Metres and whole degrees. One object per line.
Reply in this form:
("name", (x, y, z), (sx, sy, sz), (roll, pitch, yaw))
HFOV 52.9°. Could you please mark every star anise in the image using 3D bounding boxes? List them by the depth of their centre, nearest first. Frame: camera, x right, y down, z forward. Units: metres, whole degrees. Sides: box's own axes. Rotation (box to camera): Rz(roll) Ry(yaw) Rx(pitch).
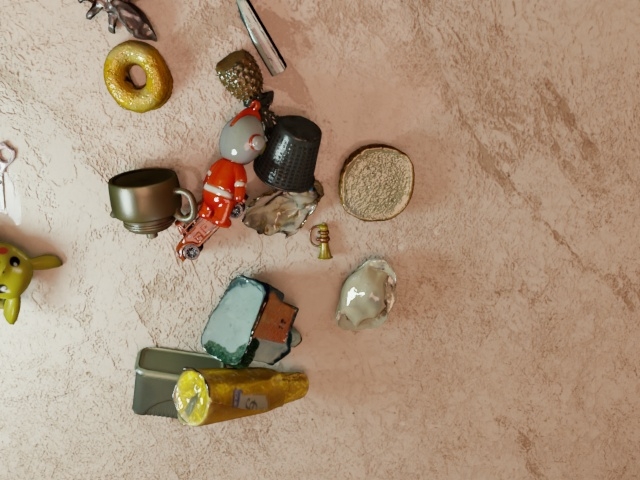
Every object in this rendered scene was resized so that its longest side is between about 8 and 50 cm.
("star anise", (-0.509, -0.625, 1.583), (0.199, 0.110, 0.257), (0, 115, -8))

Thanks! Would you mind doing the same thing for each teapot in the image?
("teapot", (-0.451, -0.089, 1.724), (0.268, 0.185, 0.175), (4, 116, 17))

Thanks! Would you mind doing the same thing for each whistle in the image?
("whistle", (0.003, 0.000, 1.907), (0.046, 0.057, 0.109), (-20, 106, -48))

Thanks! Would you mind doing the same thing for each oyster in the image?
("oyster", (-0.109, -0.099, 1.804), (0.214, 0.083, 0.223), (-47, 145, 16))

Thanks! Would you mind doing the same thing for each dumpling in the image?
("dumpling", (0.143, 0.168, 1.925), (0.162, 0.132, 0.250), (26, 103, -12))

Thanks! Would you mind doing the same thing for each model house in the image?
("model house", (-0.167, 0.266, 1.915), (0.291, 0.184, 0.253), (31, 79, -47))

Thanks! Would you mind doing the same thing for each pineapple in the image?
("pineapple", (-0.178, -0.379, 1.720), (0.125, 0.125, 0.251), (-33, 120, 4))

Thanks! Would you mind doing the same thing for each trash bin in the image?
("trash bin", (-0.077, -0.239, 1.705), (0.176, 0.175, 0.161), (13, 129, -12))

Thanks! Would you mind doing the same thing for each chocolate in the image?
("chocolate", (-0.202, 0.428, 1.868), (0.445, 0.162, 0.162), (6, 112, -47))

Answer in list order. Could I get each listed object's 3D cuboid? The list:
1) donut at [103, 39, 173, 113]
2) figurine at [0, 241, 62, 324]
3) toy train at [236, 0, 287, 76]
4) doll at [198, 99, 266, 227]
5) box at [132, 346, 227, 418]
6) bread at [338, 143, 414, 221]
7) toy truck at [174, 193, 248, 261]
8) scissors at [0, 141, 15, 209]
("donut", (-0.476, -0.423, 1.671), (0.174, 0.074, 0.190), (-8, 109, -5))
("figurine", (-0.904, 0.078, 1.731), (0.327, 0.169, 0.218), (26, 80, -9))
("toy train", (-0.171, -0.551, 1.683), (0.048, 0.055, 0.251), (-27, 110, 12))
("doll", (-0.223, -0.203, 1.672), (0.105, 0.200, 0.336), (17, 94, -40))
("box", (-0.430, 0.438, 1.946), (0.274, 0.138, 0.178), (12, 115, -11))
("bread", (0.159, -0.164, 1.848), (0.236, 0.070, 0.236), (-2, 108, -7))
("toy truck", (-0.318, -0.057, 1.799), (0.253, 0.107, 0.114), (-43, 100, 5))
("scissors", (-0.867, -0.172, 1.736), (0.100, 0.015, 0.189), (0, 111, -6))
